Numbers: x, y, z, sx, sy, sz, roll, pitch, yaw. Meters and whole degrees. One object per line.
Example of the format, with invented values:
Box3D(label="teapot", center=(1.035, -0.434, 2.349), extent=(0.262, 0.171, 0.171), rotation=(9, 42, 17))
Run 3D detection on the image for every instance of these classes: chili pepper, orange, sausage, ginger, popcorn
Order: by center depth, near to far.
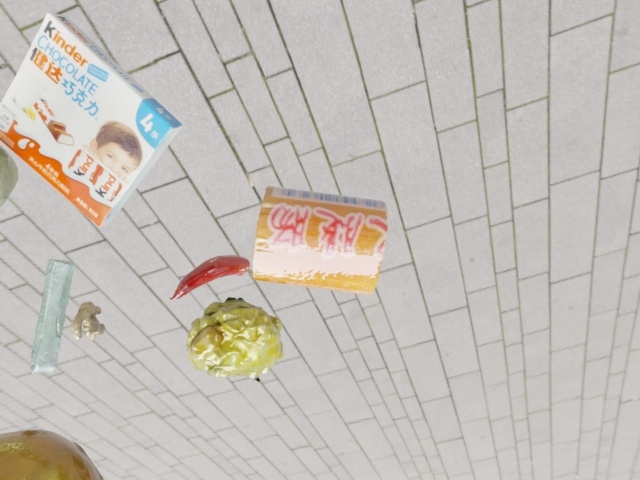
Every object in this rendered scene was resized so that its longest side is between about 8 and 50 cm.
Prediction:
Box3D(label="orange", center=(-0.532, 0.500, 0.846), extent=(0.196, 0.334, 0.263), rotation=(-35, 162, -28))
Box3D(label="sausage", center=(0.000, 0.000, 1.027), extent=(0.287, 0.233, 0.233), rotation=(8, 128, -4))
Box3D(label="popcorn", center=(-0.241, 0.292, 1.264), extent=(0.286, 0.215, 0.252), rotation=(16, 139, -28))
Box3D(label="chili pepper", center=(-0.386, 0.118, 1.643), extent=(0.368, 0.092, 0.137), rotation=(-12, 136, -44))
Box3D(label="ginger", center=(-0.912, 0.325, 1.762), extent=(0.065, 0.149, 0.259), rotation=(7, 164, -2))

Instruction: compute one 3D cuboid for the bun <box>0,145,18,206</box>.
Box3D(label="bun", center=(-0.645, -0.094, 0.800), extent=(0.195, 0.195, 0.118), rotation=(-24, 127, 14))

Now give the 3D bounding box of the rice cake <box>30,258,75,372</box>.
Box3D(label="rice cake", center=(-0.788, 0.222, 1.292), extent=(0.066, 0.063, 0.337), rotation=(9, 93, -49))

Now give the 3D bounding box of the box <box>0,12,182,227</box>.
Box3D(label="box", center=(-0.430, -0.205, 0.797), extent=(0.273, 0.048, 0.265), rotation=(43, 111, -5))
